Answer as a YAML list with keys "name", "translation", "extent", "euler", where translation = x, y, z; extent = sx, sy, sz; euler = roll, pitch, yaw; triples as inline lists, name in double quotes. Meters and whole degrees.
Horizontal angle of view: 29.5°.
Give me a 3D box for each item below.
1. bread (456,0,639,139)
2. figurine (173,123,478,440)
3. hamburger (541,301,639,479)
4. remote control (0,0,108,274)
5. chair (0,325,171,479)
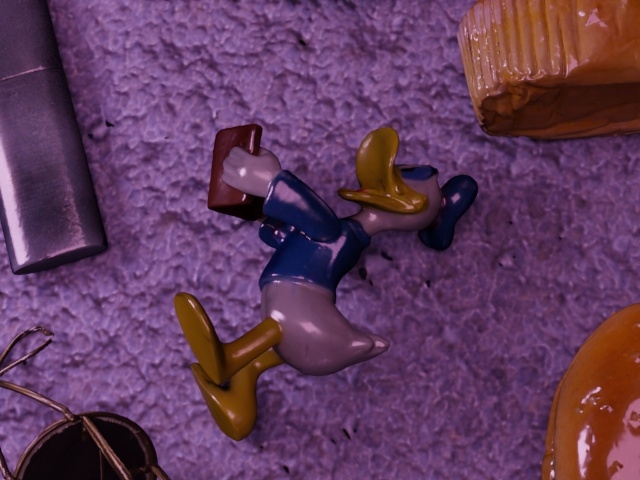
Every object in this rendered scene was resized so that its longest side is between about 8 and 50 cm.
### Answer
- name: "bread"
  translation: [0.265, -0.187, 1.220]
  extent: [0.250, 0.179, 0.133]
  euler: [-5, 70, 2]
- name: "figurine"
  translation: [0.000, 0.000, 1.226]
  extent: [0.338, 0.204, 0.284]
  euler: [-23, 66, -14]
- name: "hamburger"
  translation: [0.354, 0.197, 1.113]
  extent: [0.289, 0.170, 0.314]
  euler: [9, 74, 1]
- name: "remote control"
  translation: [-0.326, -0.152, 1.332]
  extent: [0.107, 0.044, 0.378]
  euler: [-16, 74, -4]
- name: "chair"
  translation: [-0.235, 0.227, 1.178]
  extent: [0.160, 0.170, 0.325]
  euler: [-49, 33, -4]
